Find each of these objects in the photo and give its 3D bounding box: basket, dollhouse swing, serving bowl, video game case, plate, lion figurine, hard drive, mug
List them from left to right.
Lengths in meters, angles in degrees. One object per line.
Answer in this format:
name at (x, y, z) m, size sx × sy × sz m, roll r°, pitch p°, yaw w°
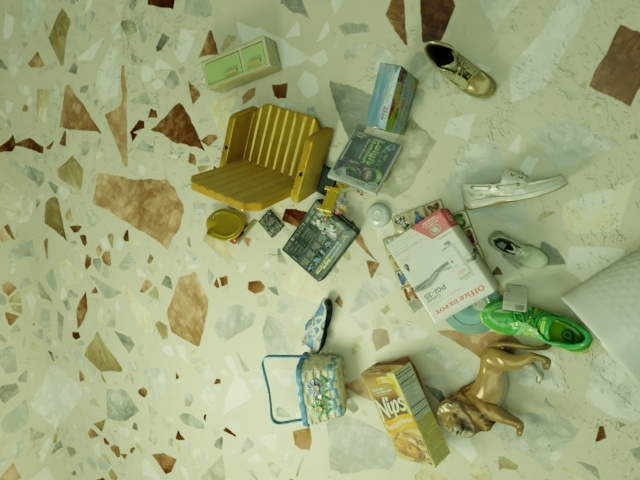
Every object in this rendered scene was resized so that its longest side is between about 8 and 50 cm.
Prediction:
dollhouse swing at (-0.210, -0.286, 1.427) m, size 0.347 × 0.305 × 0.315 m, roll 24°, pitch 107°, yaw 26°
basket at (-0.058, 0.520, 1.558) m, size 0.289 × 0.201 × 0.254 m, roll -10°, pitch 95°, yaw 15°
hard drive at (-0.008, -0.220, 1.516) m, size 0.135 × 0.022 × 0.094 m, roll 31°, pitch 109°, yaw 17°
video game case at (0.141, -0.250, 1.392) m, size 0.173 × 0.022 × 0.190 m, roll 25°, pitch 75°, yaw 19°
serving bowl at (0.190, -0.082, 1.446) m, size 0.083 × 0.027 × 0.083 m, roll 4°, pitch 100°, yaw 23°
plate at (0.463, 0.204, 1.359) m, size 0.188 × 0.024 × 0.188 m, roll 4°, pitch 99°, yaw 25°
lion figurine at (0.526, 0.439, 1.338) m, size 0.240 × 0.142 × 0.392 m, roll 22°, pitch 93°, yaw 27°
mug at (0.859, 0.184, 1.081) m, size 0.328 × 0.276 × 0.374 m, roll -41°, pitch 111°, yaw 17°

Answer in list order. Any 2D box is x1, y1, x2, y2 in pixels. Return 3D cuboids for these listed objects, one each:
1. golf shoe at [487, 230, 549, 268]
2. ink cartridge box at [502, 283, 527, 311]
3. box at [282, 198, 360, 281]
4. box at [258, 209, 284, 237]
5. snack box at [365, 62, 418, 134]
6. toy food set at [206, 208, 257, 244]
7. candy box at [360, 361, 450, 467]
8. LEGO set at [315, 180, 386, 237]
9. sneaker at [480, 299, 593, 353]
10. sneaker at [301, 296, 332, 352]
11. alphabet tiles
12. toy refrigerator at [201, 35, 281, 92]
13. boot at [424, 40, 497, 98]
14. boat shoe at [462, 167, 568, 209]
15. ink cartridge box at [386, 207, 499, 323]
golf shoe at (0.568, 0.035, 1.264) m, size 0.176 × 0.086 × 0.069 m, roll 26°, pitch 106°, yaw 17°
ink cartridge box at (0.566, 0.165, 1.273) m, size 0.063 × 0.115 × 0.029 m, roll 5°, pitch 113°, yaw 24°
box at (0.000, 0.000, 1.528) m, size 0.183 × 0.059 × 0.232 m, roll 40°, pitch 111°, yaw 14°
box at (-0.182, -0.062, 1.622) m, size 0.083 × 0.018 × 0.067 m, roll 49°, pitch 114°, yaw 10°
snack box at (0.213, -0.407, 1.285) m, size 0.070 × 0.207 × 0.174 m, roll 19°, pitch 106°, yaw 20°
toy food set at (-0.334, -0.041, 1.657) m, size 0.218 × 0.071 × 0.128 m, roll 19°, pitch 69°, yaw 30°
candy box at (0.274, 0.561, 1.439) m, size 0.183 × 0.087 × 0.316 m, roll -27°, pitch 87°, yaw 56°
LEGO set at (0.085, -0.126, 1.418) m, size 0.132 × 0.107 × 0.287 m, roll 35°, pitch 66°, yaw 23°
sneaker at (0.611, 0.231, 1.240) m, size 0.295 × 0.123 × 0.109 m, roll 13°, pitch 75°, yaw 21°
sneaker at (-0.013, 0.299, 1.570) m, size 0.081 × 0.080 × 0.211 m, roll 19°, pitch 104°, yaw 17°
alphabet tiles at (0.365, 0.057, 1.399) m, size 0.285 × 0.011 × 0.342 m, roll -21°, pitch 89°, yaw 25°
toy refrigerator at (-0.281, -0.613, 1.537) m, size 0.269 × 0.094 × 0.102 m, roll -9°, pitch 94°, yaw 25°
boot at (0.388, -0.473, 1.218) m, size 0.213 × 0.165 × 0.077 m, roll 41°, pitch 113°, yaw 15°
boat shoe at (0.539, -0.159, 1.239) m, size 0.277 × 0.098 × 0.096 m, roll -11°, pitch 94°, yaw 26°
ink cartridge box at (0.367, 0.076, 1.316) m, size 0.207 × 0.117 × 0.283 m, roll -37°, pitch 76°, yaw 24°
